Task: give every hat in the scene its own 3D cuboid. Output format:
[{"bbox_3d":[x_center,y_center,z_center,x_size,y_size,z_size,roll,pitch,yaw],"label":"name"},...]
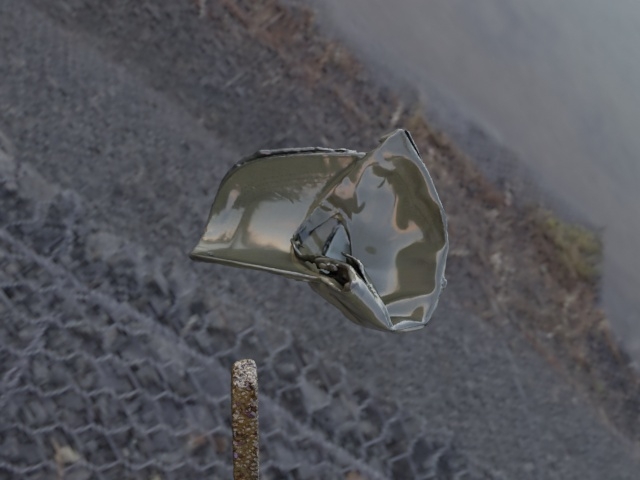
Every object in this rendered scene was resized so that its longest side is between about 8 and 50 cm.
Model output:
[{"bbox_3d":[0.000,0.000,0.891,0.147,0.175,0.085,-66,146,-35],"label":"hat"}]

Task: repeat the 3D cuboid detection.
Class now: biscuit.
[{"bbox_3d":[-0.092,0.236,1.586,0.034,0.199,0.064,-1,33,-4],"label":"biscuit"}]
